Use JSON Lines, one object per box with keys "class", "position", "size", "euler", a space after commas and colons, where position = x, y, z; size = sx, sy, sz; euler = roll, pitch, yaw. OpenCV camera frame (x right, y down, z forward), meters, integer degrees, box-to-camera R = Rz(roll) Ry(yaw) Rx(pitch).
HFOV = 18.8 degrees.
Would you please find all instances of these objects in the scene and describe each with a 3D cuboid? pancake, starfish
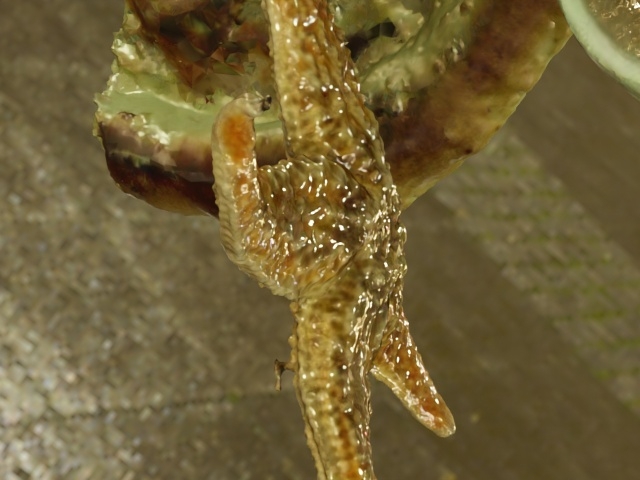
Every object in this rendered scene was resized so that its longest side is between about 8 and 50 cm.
{"class": "pancake", "position": [0.004, -0.162, 1.180], "size": [0.067, 0.426, 0.305], "euler": [-17, 97, -52]}
{"class": "starfish", "position": [-0.002, 0.001, 0.678], "size": [0.138, 0.050, 0.247], "euler": [-70, 144, -60]}

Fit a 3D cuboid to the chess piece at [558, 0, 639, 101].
{"class": "chess piece", "position": [0.244, -0.113, 0.889], "size": [0.298, 0.176, 0.176], "euler": [16, 31, -52]}
